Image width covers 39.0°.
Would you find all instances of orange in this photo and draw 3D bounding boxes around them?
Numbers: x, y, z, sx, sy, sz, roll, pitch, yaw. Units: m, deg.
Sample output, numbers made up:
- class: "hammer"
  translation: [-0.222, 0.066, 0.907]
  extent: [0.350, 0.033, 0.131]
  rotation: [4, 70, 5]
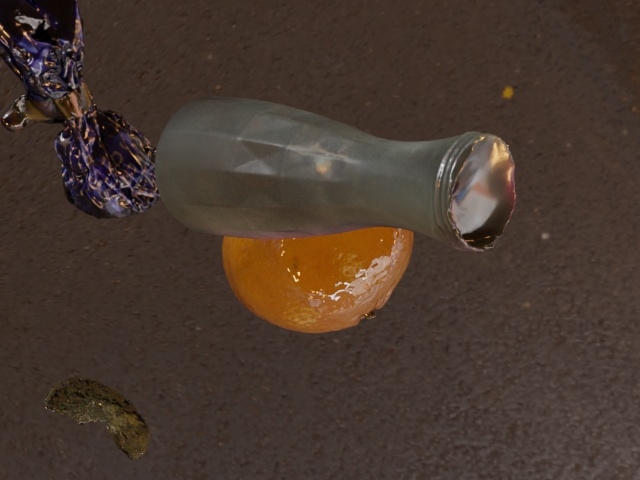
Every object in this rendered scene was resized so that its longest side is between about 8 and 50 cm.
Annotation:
- class: "orange"
  translation: [-0.001, -0.002, 0.983]
  extent: [0.219, 0.219, 0.193]
  rotation: [-47, 115, -20]

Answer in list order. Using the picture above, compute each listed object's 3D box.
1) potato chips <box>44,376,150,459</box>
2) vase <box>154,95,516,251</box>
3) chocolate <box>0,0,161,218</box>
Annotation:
- class: "potato chips"
  translation: [-0.413, 0.335, 1.726]
  extent: [0.220, 0.202, 0.029]
  rotation: [39, 103, 17]
- class: "vase"
  translation: [0.003, -0.035, 0.497]
  extent: [0.086, 0.214, 0.086]
  rotation: [-10, 104, -44]
- class: "chocolate"
  translation: [-0.279, -0.168, 0.969]
  extent: [0.148, 0.126, 0.343]
  rotation: [-26, 133, -9]
